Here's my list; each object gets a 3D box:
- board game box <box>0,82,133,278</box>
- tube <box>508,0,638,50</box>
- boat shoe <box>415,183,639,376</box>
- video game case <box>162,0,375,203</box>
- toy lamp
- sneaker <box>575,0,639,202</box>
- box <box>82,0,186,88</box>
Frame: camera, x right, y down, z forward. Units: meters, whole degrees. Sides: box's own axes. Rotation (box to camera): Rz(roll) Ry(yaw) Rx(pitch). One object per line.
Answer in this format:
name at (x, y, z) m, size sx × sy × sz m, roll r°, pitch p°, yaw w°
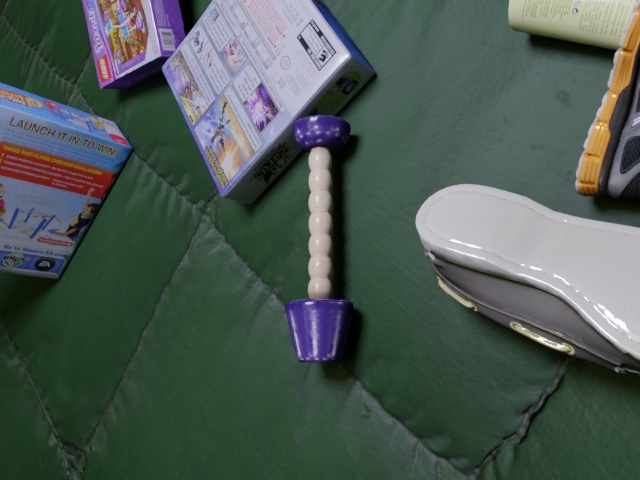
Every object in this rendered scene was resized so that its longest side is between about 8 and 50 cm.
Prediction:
board game box at (-0.517, -0.092, 0.967) m, size 0.302 × 0.308 × 0.086 m, roll -54°, pitch 53°, yaw 17°
tube at (0.283, -0.191, 0.508) m, size 0.240 × 0.070 × 0.062 m, roll 23°, pitch 54°, yaw 34°
boat shoe at (0.217, 0.044, 0.492) m, size 0.304 × 0.091 × 0.109 m, roll 27°, pitch 62°, yaw 37°
video game case at (-0.086, -0.228, 0.803) m, size 0.244 × 0.061 × 0.270 m, roll -43°, pitch 58°, yaw 24°
toy lamp at (0.000, 0.000, 0.685) m, size 0.080 × 0.080 × 0.275 m, roll -8°, pitch 74°, yaw 38°
sneaker at (0.268, -0.124, 0.461) m, size 0.083 × 0.084 × 0.215 m, roll 23°, pitch 131°, yaw 27°
box at (-0.312, -0.411, 0.955) m, size 0.200 × 0.057 × 0.294 m, roll -5°, pitch 97°, yaw 44°
